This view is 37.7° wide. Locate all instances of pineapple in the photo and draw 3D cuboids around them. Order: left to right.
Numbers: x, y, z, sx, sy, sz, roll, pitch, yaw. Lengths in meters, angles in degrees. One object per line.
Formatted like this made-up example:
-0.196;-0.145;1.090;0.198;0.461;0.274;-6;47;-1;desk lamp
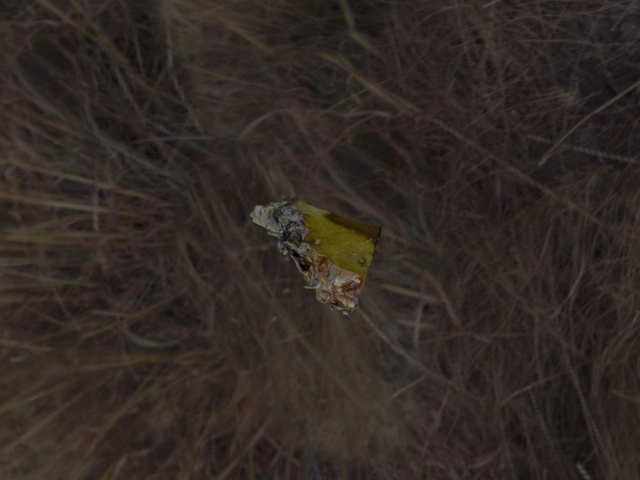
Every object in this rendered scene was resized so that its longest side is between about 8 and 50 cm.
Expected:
0.000;0.000;0.728;0.114;0.114;0.077;37;88;-3;pineapple
